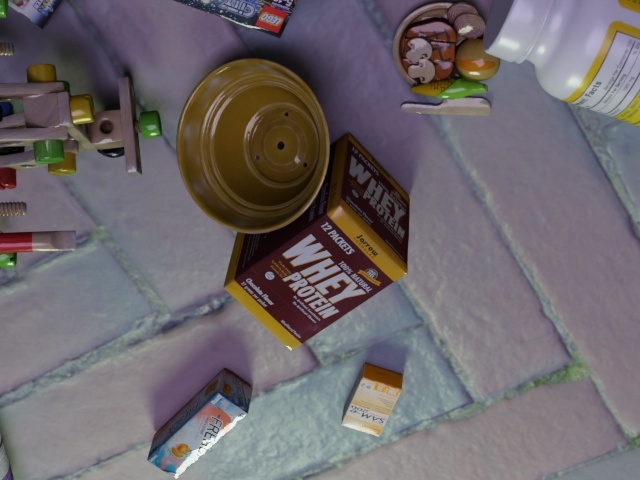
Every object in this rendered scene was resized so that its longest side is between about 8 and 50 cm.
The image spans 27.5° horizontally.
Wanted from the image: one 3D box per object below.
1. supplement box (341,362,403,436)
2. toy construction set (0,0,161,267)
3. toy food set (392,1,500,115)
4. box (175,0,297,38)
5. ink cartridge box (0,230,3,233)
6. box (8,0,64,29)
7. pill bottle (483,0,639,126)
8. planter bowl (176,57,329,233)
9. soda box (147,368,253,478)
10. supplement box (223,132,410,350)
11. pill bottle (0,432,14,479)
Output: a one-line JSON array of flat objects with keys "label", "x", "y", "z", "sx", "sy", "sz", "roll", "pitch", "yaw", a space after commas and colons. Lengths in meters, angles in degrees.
[{"label": "supplement box", "x": 0.075, "y": 0.234, "z": 1.911, "sx": 0.062, "sy": 0.036, "sz": 0.098, "roll": 18, "pitch": 123, "yaw": -5}, {"label": "toy construction set", "x": -0.314, "y": -0.110, "z": 1.588, "sx": 0.237, "sy": 0.308, "sz": 0.257, "roll": -1, "pitch": 148, "yaw": -5}, {"label": "toy food set", "x": 0.154, "y": -0.232, "z": 1.603, "sx": 0.133, "sy": 0.038, "sz": 0.192, "roll": 0, "pitch": 122, "yaw": 6}, {"label": "box", "x": -0.124, "y": -0.349, "z": 1.532, "sx": 0.233, "sy": 0.044, "sz": 0.159, "roll": 17, "pitch": 123, "yaw": -17}, {"label": "ink cartridge box", "x": -0.585, "y": -0.021, "z": 1.812, "sx": 0.223, "sy": 0.045, "sz": 0.224, "roll": 41, "pitch": 117, "yaw": -19}, {"label": "box", "x": -0.324, "y": -0.365, "z": 1.570, "sx": 0.114, "sy": 0.036, "sz": 0.207, "roll": 36, "pitch": 119, "yaw": -16}, {"label": "pill bottle", "x": 0.367, "y": -0.230, "z": 1.495, "sx": 0.334, "sy": 0.188, "sz": 0.188, "roll": 18, "pitch": 122, "yaw": -6}, {"label": "planter bowl", "x": -0.068, "y": -0.119, "z": 1.647, "sx": 0.217, "sy": 0.090, "sz": 0.217, "roll": 2, "pitch": 95, "yaw": 26}, {"label": "soda box", "x": -0.180, "y": 0.274, "z": 1.947, "sx": 0.058, "sy": 0.063, "sz": 0.183, "roll": 36, "pitch": 119, "yaw": -17}, {"label": "supplement box", "x": 0.000, "y": 0.000, "z": 1.677, "sx": 0.194, "sy": 0.191, "sz": 0.129, "roll": -35, "pitch": 113, "yaw": 24}, {"label": "pill bottle", "x": -0.535, "y": 0.337, "z": 1.998, "sx": 0.108, "sy": 0.108, "sz": 0.193, "roll": -2, "pitch": 122, "yaw": 7}]
